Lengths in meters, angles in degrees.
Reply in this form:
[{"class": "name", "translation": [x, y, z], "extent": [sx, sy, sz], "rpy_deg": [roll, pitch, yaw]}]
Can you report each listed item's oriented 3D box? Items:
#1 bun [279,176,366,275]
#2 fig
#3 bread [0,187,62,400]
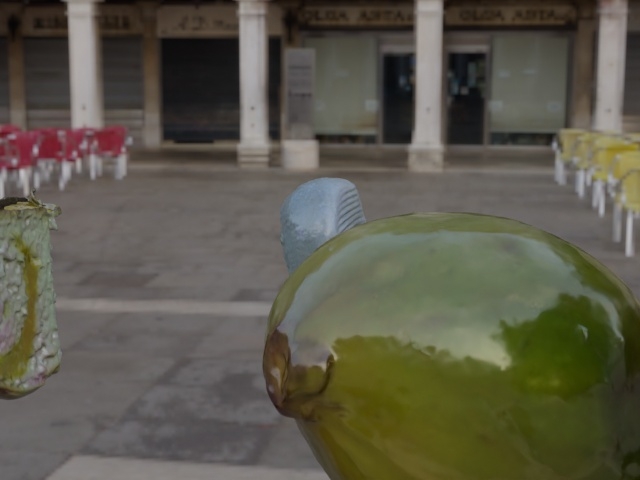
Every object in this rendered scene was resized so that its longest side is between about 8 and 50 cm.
[{"class": "bun", "translation": [0.000, 0.000, 1.182], "extent": [0.083, 0.141, 0.141], "rpy_deg": [-6, 6, 21]}, {"class": "fig", "translation": [0.054, 0.053, 0.407], "extent": [0.153, 0.136, 0.121], "rpy_deg": [26, 34, 5]}, {"class": "bread", "translation": [-0.290, 0.040, 0.865], "extent": [0.156, 0.158, 0.260], "rpy_deg": [1, 5, 15]}]
